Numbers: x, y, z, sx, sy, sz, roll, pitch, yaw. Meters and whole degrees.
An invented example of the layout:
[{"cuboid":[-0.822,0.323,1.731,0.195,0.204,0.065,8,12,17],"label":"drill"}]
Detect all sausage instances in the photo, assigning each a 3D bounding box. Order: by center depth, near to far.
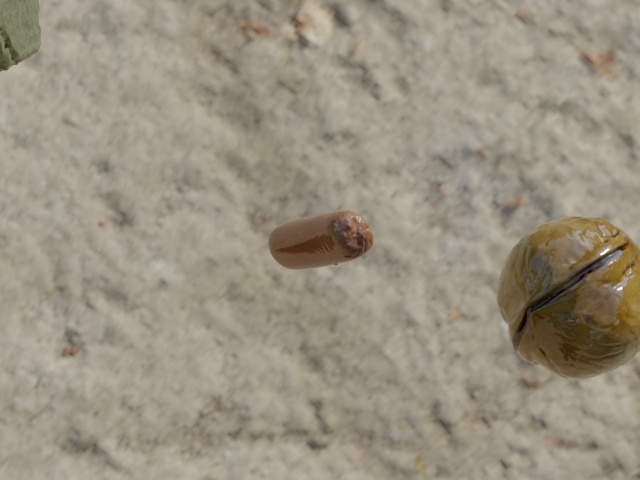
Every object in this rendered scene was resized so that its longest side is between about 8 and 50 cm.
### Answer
[{"cuboid":[0.000,0.000,1.024,0.034,0.083,0.034,6,80,-36],"label":"sausage"}]

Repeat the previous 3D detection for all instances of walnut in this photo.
[{"cuboid":[0.227,0.050,1.437,0.144,0.144,0.180,56,26,11],"label":"walnut"}]

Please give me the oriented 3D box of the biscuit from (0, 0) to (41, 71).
[{"cuboid":[-0.205,-0.200,0.983,0.052,0.150,0.252,-9,55,2],"label":"biscuit"}]
